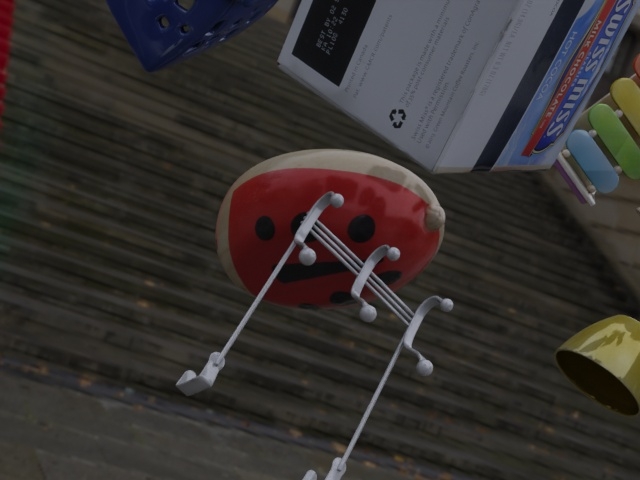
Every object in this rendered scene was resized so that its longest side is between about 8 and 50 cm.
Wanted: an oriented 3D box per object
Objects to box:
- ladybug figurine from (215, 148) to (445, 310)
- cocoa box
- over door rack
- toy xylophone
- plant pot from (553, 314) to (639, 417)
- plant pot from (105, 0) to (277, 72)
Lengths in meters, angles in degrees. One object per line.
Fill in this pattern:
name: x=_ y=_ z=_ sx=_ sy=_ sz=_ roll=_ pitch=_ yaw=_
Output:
ladybug figurine: x=0.000 y=0.000 z=1.696 sx=0.449 sy=0.162 sz=0.305 roll=-12 pitch=-58 yaw=34
cocoa box: x=0.162 y=-0.264 z=0.950 sx=0.231 sy=0.347 sz=0.228 roll=40 pitch=28 yaw=31
over door rack: x=0.015 y=0.129 z=1.261 sx=0.239 sy=0.324 sz=0.108 roll=44 pitch=-25 yaw=-17
toy xylophone: x=0.528 y=-0.172 z=1.567 sx=0.236 sy=0.323 sz=0.081 roll=43 pitch=9 yaw=-10
plant pot: x=0.396 y=0.157 z=1.336 sx=0.134 sy=0.095 sz=0.134 roll=38 pitch=-17 yaw=14
plant pot: x=-0.147 y=-0.382 z=1.282 sx=0.212 sy=0.236 sz=0.236 roll=-21 pitch=12 yaw=34
